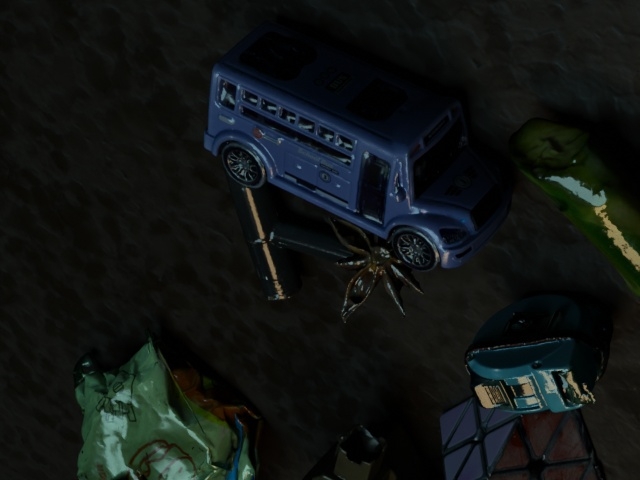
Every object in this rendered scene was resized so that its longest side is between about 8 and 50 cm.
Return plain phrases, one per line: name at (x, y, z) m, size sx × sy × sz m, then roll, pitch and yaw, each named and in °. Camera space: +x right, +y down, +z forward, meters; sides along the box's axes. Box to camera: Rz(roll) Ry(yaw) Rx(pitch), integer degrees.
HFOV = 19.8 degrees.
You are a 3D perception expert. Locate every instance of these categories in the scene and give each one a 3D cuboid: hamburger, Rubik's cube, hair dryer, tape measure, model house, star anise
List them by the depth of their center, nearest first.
tape measure at (0.211, 0.110, 1.766) m, size 0.146 × 0.125 × 0.081 m, roll -9°, pitch 123°, yaw 31°
star anise at (0.074, 0.018, 1.839) m, size 0.129 × 0.056 × 0.124 m, roll -12°, pitch 79°, yaw 11°
hair dryer at (0.001, -0.011, 1.906) m, size 0.195 × 0.050 × 0.173 m, roll 5°, pitch 129°, yaw 33°
Rubik's cube at (0.189, 0.188, 1.929) m, size 0.178 × 0.211 × 0.190 m, roll 25°, pitch 110°, yaw 52°
model house at (0.052, 0.305, 2.020) m, size 0.204 × 0.211 × 0.243 m, roll 27°, pitch 139°, yaw 16°
hamburger at (-0.207, 0.256, 2.246) m, size 0.260 × 0.150 × 0.276 m, roll 53°, pitch 141°, yaw -10°

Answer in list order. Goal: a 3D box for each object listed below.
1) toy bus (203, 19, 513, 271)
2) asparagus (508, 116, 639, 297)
toy bus at (0.039, -0.093, 1.727) m, size 0.292 × 0.125 × 0.133 m, roll 27°, pitch 139°, yaw 21°
asparagus at (0.303, 0.018, 1.639) m, size 0.343 × 0.082 × 0.085 m, roll 46°, pitch 138°, yaw -6°
